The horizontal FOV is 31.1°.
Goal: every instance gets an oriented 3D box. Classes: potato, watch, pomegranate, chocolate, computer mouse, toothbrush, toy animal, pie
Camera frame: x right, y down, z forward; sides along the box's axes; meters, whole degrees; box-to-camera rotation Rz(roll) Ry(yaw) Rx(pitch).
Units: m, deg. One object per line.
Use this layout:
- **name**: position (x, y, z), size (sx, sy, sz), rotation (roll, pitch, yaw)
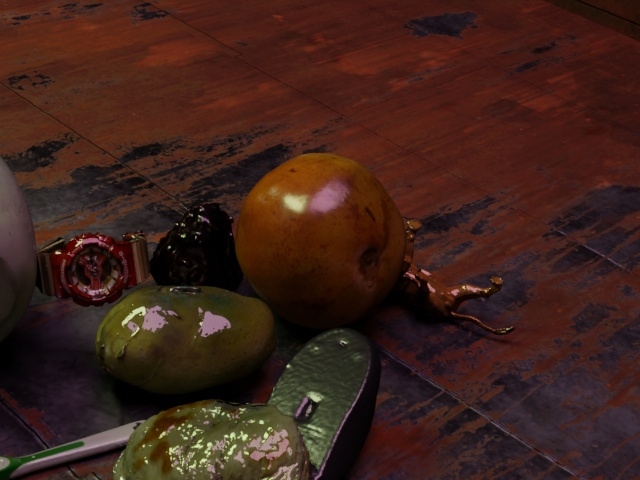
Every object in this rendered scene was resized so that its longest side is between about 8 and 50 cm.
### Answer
- **potato**: position (-0.182, 0.128, 1.567), size (0.248, 0.143, 0.169), rotation (-2, 39, -17)
- **watch**: position (-0.327, 0.026, 1.658), size (0.165, 0.102, 0.268), rotation (-6, 8, -3)
- **pomegranate**: position (0.000, 0.000, 1.708), size (0.264, 0.264, 0.264), rotation (6, 33, -4)
- **chocolate**: position (-0.185, 0.000, 1.778), size (0.156, 0.133, 0.156), rotation (8, 32, -5)
- **computer mouse**: position (-0.005, 0.234, 1.490), size (0.137, 0.086, 0.270), rotation (8, 47, 28)
- **toothbrush**: position (-0.392, 0.273, 1.390), size (0.418, 0.040, 0.042), rotation (-13, 33, -29)
- **toy animal**: position (0.180, 0.083, 1.783), size (0.255, 0.116, 0.114), rotation (36, 43, 20)
- **pie**: position (-0.133, 0.264, 1.380), size (0.248, 0.090, 0.201), rotation (-5, 43, 16)

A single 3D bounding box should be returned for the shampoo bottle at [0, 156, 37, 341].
- **shampoo bottle**: position (-0.539, 0.007, 1.513), size (0.322, 0.322, 0.317), rotation (-14, 49, -31)
